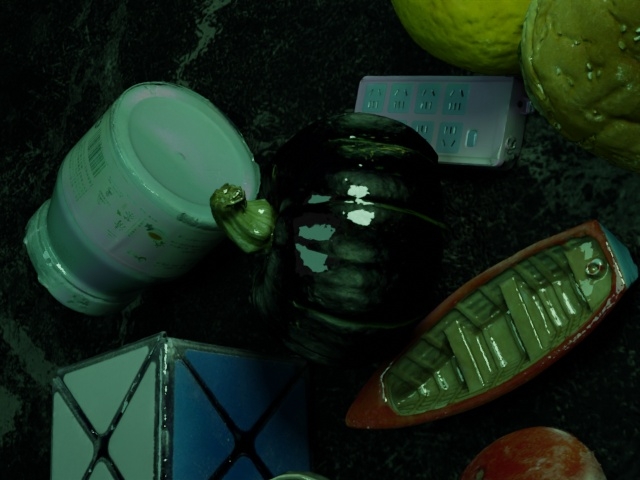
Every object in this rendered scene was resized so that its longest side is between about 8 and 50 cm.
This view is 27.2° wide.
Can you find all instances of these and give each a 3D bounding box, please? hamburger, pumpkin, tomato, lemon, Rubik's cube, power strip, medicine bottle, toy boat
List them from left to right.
[{"bbox_3d":[-0.262,-0.047,1.867,0.290,0.245,0.245,-41,53,36],"label":"medicine bottle"},{"bbox_3d":[-0.176,0.275,1.686,0.255,0.259,0.260,-19,64,43],"label":"Rubik's cube"},{"bbox_3d":[0.000,0.000,1.520,0.296,0.296,0.295,-14,71,45],"label":"pumpkin"},{"bbox_3d":[0.138,-0.144,1.598,0.279,0.037,0.109,7,86,48],"label":"power strip"},{"bbox_3d":[0.183,0.116,1.456,0.392,0.079,0.136,-39,57,34],"label":"toy boat"},{"bbox_3d":[0.189,-0.294,1.441,0.233,0.233,0.288,-65,31,14],"label":"lemon"},{"bbox_3d":[0.209,0.282,1.372,0.173,0.099,0.189,-28,60,43],"label":"tomato"},{"bbox_3d":[0.326,-0.180,1.247,0.134,0.265,0.285,-70,1,-53],"label":"hamburger"}]

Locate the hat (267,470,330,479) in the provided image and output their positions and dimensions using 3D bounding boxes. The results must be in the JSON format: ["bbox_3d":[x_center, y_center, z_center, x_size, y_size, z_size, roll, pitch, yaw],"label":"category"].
[{"bbox_3d":[-0.011,0.396,1.486,0.161,0.275,0.232,94,-173,-61],"label":"hat"}]
